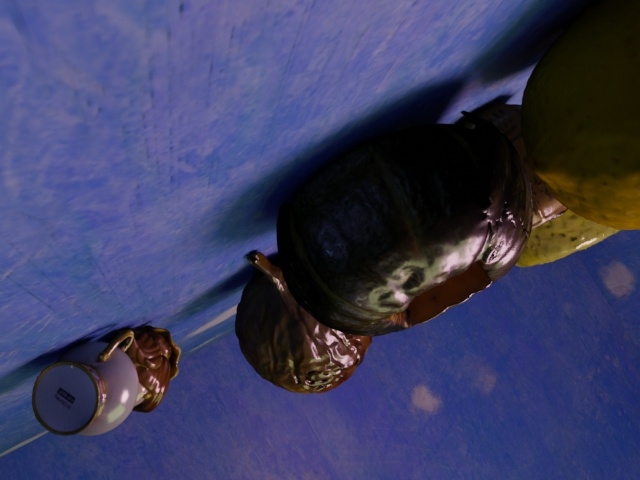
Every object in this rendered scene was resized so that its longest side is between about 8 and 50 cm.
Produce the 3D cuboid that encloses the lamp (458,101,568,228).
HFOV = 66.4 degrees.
[{"bbox_3d":[0.278,-0.103,0.735,0.161,0.185,0.161,-29,172,-4],"label":"lamp"}]

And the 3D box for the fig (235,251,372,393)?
[{"bbox_3d":[-0.050,0.128,0.916,0.286,0.286,0.368,-30,150,-1],"label":"fig"}]

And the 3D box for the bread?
[{"bbox_3d":[0.527,-0.110,1.154,0.348,0.307,0.348,-28,176,-2],"label":"bread"}]

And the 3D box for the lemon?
[{"bbox_3d":[0.359,-0.145,0.512,0.310,0.253,0.253,-34,173,-6],"label":"lemon"}]

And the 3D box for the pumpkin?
[{"bbox_3d":[0.105,-0.005,0.604,0.321,0.192,0.320,-22,159,-9],"label":"pumpkin"}]

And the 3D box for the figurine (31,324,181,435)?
[{"bbox_3d":[-0.327,0.221,0.792,0.189,0.142,0.263,-53,171,3],"label":"figurine"}]
